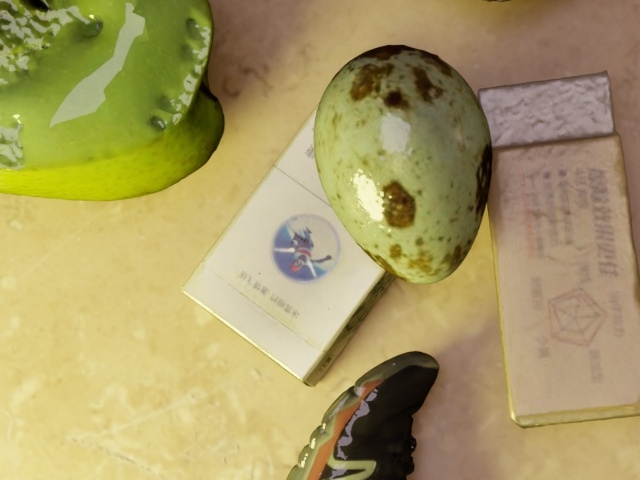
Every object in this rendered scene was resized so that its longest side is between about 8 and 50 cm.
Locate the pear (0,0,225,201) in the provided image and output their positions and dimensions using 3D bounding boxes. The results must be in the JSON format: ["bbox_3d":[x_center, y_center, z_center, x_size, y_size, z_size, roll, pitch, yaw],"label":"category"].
[{"bbox_3d":[-0.240,-0.179,1.670,0.318,0.238,0.342,29,81,2],"label":"pear"}]

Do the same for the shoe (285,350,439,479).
[{"bbox_3d":[0.047,0.245,1.594,0.137,0.114,0.291,29,90,19],"label":"shoe"}]

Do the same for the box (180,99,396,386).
[{"bbox_3d":[0.000,0.000,1.667,0.164,0.069,0.256,36,88,14],"label":"box"}]

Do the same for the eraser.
[{"bbox_3d":[0.241,0.010,1.616,0.144,0.078,0.343,-6,79,9],"label":"eraser"}]

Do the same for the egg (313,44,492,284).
[{"bbox_3d":[0.081,-0.072,1.544,0.169,0.169,0.231,-11,89,9],"label":"egg"}]
